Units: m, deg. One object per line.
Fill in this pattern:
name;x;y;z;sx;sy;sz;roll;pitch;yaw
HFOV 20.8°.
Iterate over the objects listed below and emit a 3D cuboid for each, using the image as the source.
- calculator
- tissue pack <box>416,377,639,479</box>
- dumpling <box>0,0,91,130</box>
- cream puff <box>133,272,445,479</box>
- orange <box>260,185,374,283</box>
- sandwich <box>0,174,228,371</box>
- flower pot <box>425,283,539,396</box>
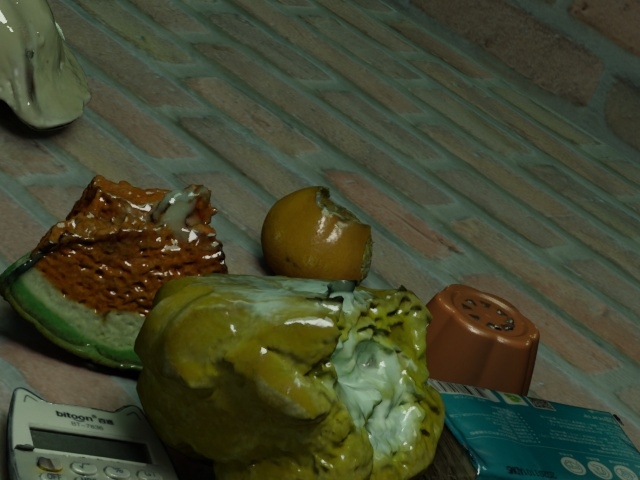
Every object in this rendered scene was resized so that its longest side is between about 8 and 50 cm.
calculator;-0.205;0.236;1.632;0.177;0.040;0.268;12;25;-26
tissue pack;0.223;0.262;1.877;0.270;0.134;0.192;13;25;-25
dumpling;-0.448;-0.312;2.406;0.395;0.233;0.315;45;24;13
cream puff;-0.048;0.163;1.722;0.274;0.270;0.323;8;2;31
orange;0.000;0.000;2.260;0.156;0.134;0.156;15;35;-11
sandwich;-0.208;0.038;1.890;0.292;0.212;0.109;1;14;-18
flower pot;0.159;0.152;2.018;0.190;0.173;0.191;20;20;-8
